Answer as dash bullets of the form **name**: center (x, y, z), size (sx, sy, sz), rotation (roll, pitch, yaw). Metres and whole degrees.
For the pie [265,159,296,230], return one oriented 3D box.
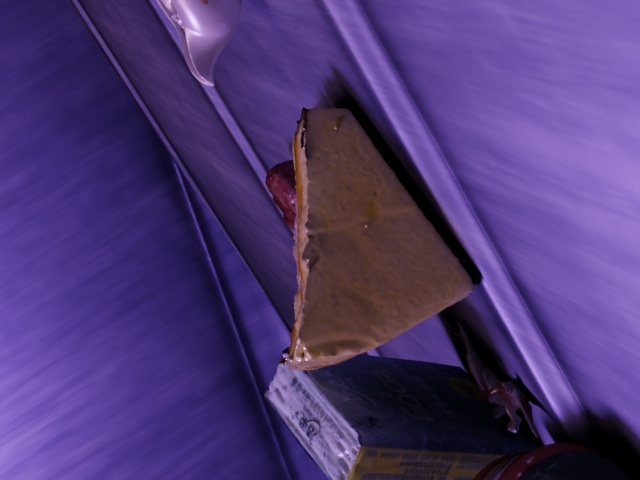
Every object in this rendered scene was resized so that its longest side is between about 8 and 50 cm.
- **pie**: center (0.010, -0.007, 2.187), size (0.204, 0.054, 0.219), rotation (46, 171, 49)

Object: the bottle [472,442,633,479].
- **bottle**: center (0.225, 0.260, 1.703), size (0.144, 0.144, 0.336), rotation (54, 170, 6)

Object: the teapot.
- **teapot**: center (-0.138, -0.269, 1.789), size (0.226, 0.092, 0.145), rotation (56, 170, 1)

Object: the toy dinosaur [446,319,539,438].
- **toy dinosaur**: center (0.179, 0.148, 1.889), size (0.108, 0.032, 0.220), rotation (57, 175, -36)

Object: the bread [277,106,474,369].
- **bread**: center (0.000, 0.000, 1.789), size (0.236, 0.198, 0.263), rotation (61, 174, 2)

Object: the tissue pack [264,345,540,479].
- **tissue pack**: center (0.090, 0.202, 1.951), size (0.257, 0.081, 0.185), rotation (9, -157, -36)
